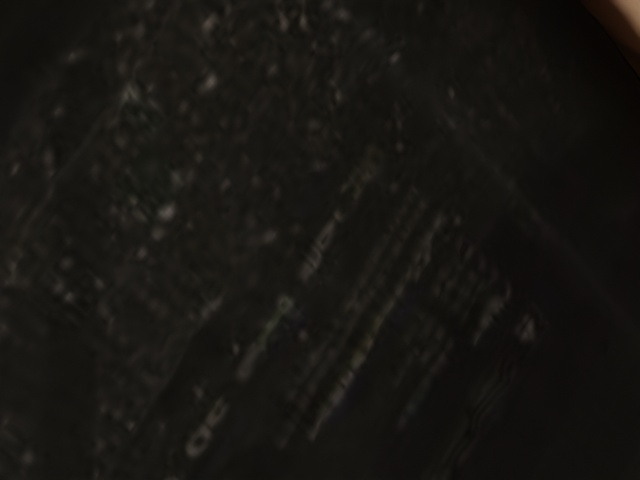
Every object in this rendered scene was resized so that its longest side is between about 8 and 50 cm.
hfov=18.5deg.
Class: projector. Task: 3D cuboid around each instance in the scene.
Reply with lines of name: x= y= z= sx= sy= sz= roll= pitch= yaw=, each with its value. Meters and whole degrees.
projector: x=-0.088 y=0.067 z=0.574 sx=0.242 sy=0.395 sz=0.405 roll=21 pitch=164 yaw=45
